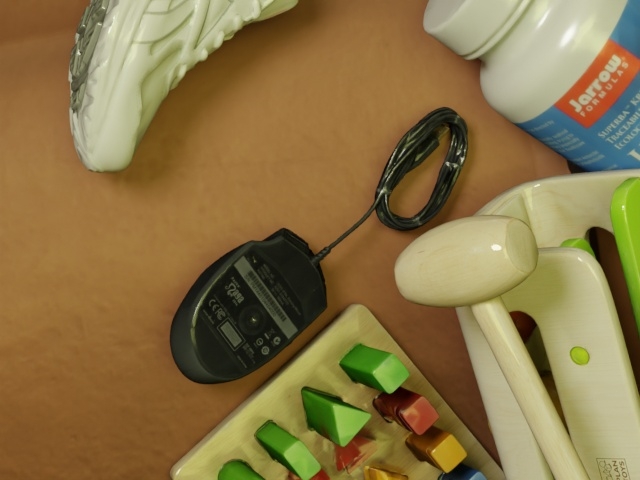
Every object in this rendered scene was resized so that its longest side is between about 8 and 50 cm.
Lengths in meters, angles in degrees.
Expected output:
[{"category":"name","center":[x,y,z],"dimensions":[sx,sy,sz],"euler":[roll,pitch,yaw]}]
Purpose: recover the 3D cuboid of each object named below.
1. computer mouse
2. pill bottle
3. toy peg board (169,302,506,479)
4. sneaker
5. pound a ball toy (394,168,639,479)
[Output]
[{"category":"computer mouse","center":[0.000,0.000,1.043],"dimensions":[0.242,0.041,0.071],"euler":[-39,112,-18]},{"category":"pill bottle","center":[0.177,-0.107,1.041],"dimensions":[0.221,0.124,0.124],"euler":[31,84,-16]},{"category":"toy peg board","center":[0.024,0.152,1.032],"dimensions":[0.161,0.079,0.160],"euler":[-42,103,-10]},{"category":"sneaker","center":[-0.071,-0.140,0.985],"dimensions":[0.115,0.090,0.232],"euler":[21,88,-20]},{"category":"pound a ball toy","center":[0.135,0.102,0.992],"dimensions":[0.208,0.136,0.319],"euler":[-39,116,-48]}]
